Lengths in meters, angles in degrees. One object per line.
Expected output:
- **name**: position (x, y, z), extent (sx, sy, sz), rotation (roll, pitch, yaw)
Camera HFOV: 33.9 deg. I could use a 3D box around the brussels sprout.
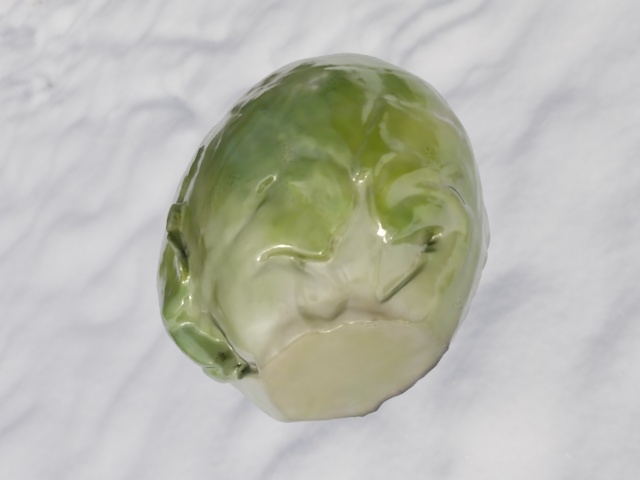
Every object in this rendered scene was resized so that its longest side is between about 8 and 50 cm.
- **brussels sprout**: position (0.000, 0.000, 0.664), extent (0.244, 0.244, 0.244), rotation (-32, 37, 28)
